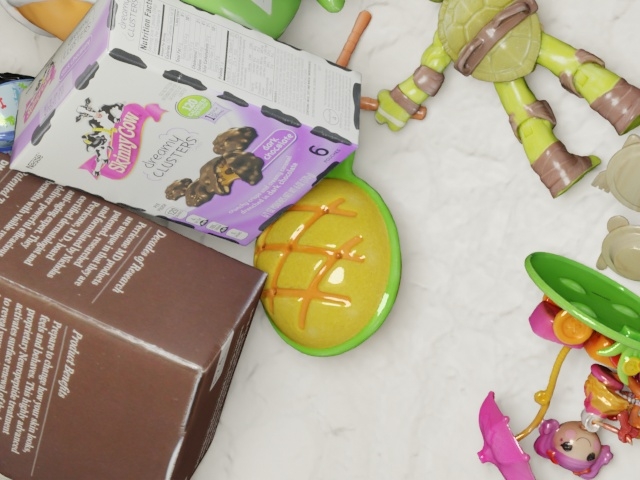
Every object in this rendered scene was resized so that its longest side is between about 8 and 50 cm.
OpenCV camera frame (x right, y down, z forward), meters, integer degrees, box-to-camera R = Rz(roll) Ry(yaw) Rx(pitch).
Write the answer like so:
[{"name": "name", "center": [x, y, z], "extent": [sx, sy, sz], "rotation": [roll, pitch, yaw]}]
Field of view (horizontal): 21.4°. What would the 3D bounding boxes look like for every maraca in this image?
[{"name": "maraca", "center": [0.000, 0.000, 1.288], "extent": [0.127, 0.099, 0.186], "rotation": [-28, 60, 22]}]

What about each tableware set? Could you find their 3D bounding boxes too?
[{"name": "tableware set", "center": [0.275, -0.008, 1.222], "extent": [0.168, 0.020, 0.141], "rotation": [15, 134, 9]}]

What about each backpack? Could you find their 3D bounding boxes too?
[{"name": "backpack", "center": [-0.272, -0.088, 1.346], "extent": [0.114, 0.105, 0.084], "rotation": [-13, 97, 5]}]

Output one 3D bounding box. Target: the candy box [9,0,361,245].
[{"name": "candy box", "center": [-0.097, -0.086, 1.202], "extent": [0.196, 0.165, 0.070], "rotation": [19, 55, -25]}]

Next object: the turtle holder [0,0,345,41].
[{"name": "turtle holder", "center": [-0.138, -0.279, 1.256], "extent": [0.227, 0.243, 0.320], "rotation": [-15, 94, 28]}]

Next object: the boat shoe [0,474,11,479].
[{"name": "boat shoe", "center": [-0.309, 0.126, 1.365], "extent": [0.227, 0.079, 0.081], "rotation": [19, 85, 6]}]

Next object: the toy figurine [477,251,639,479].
[{"name": "toy figurine", "center": [0.190, 0.117, 1.250], "extent": [0.173, 0.130, 0.159], "rotation": [24, 108, -12]}]

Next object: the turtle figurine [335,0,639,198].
[{"name": "turtle figurine", "center": [0.150, -0.155, 1.262], "extent": [0.269, 0.087, 0.217], "rotation": [-44, 80, 7]}]

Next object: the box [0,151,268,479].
[{"name": "box", "center": [-0.251, 0.046, 1.262], "extent": [0.381, 0.143, 0.191], "rotation": [26, 128, 7]}]
